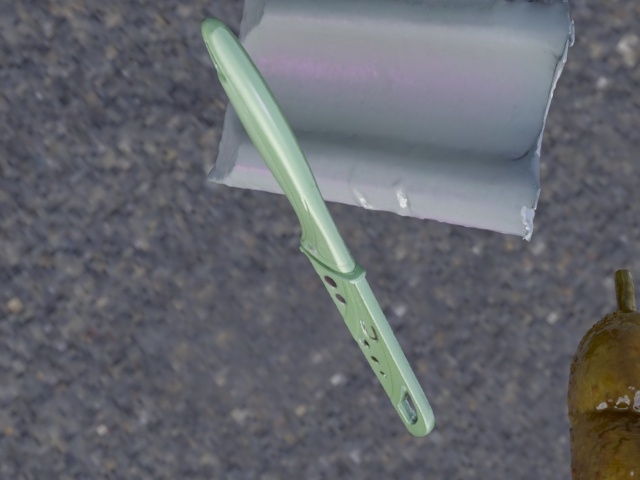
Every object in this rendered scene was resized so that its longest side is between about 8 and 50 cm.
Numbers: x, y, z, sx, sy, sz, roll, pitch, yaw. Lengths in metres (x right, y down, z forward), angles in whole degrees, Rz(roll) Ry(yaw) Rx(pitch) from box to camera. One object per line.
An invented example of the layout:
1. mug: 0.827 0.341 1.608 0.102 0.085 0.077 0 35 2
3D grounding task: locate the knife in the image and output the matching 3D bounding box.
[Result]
1. knife: 0.000 0.000 0.713 0.014 0.030 0.207 -42 120 -25

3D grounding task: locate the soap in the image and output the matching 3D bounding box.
1. soap: 0.110 -0.092 1.245 0.257 0.302 0.159 1 100 -48

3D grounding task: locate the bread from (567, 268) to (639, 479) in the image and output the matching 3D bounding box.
1. bread: 0.184 0.139 0.989 0.124 0.344 0.084 31 123 -24
